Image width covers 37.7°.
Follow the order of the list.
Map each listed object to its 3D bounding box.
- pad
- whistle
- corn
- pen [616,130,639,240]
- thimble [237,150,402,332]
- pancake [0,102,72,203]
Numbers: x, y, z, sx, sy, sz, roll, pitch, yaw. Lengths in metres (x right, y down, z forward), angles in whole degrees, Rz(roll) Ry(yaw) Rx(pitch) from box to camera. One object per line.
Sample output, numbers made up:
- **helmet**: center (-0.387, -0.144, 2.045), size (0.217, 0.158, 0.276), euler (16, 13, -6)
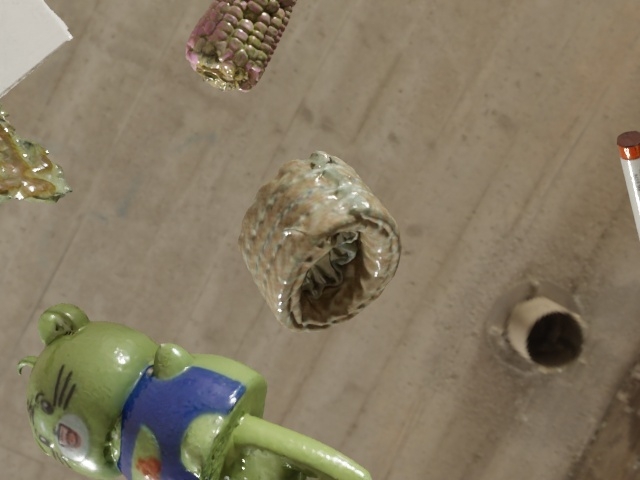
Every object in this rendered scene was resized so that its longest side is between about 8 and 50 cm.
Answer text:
- **pad**: center (-0.321, -0.132, 0.791), size (0.232, 0.004, 0.156), euler (-39, 47, -2)
- **whistle**: center (-0.080, 0.110, 0.537), size (0.085, 0.227, 0.105), euler (-40, -35, -60)
- **corn**: center (-0.090, -0.380, 1.419), size (0.335, 0.127, 0.126), euler (-63, 10, -7)
- **pen**: center (0.315, -0.007, 0.893), size (0.026, 0.218, 0.026), euler (-18, 31, 11)
- **thimble**: center (-0.004, 0.005, 1.263), size (0.196, 0.148, 0.229), euler (-29, -35, -11)
- **pancake**: center (-0.375, -0.126, 0.680), size (0.426, 0.305, 0.067), euler (56, 130, 31)
